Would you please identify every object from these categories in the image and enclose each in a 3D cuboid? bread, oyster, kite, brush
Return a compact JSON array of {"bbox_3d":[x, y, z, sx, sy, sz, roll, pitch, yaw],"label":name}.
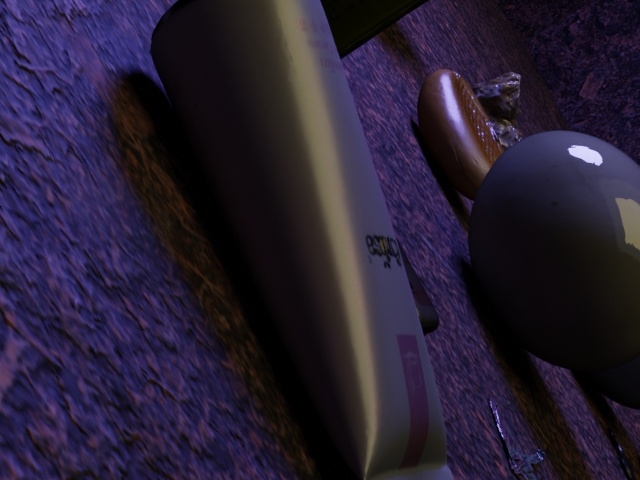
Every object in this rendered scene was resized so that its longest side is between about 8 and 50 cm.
[{"bbox_3d":[0.164,-0.117,2.171,0.114,0.077,0.189,15,42,-44],"label":"bread"},{"bbox_3d":[0.244,-0.110,2.462,0.161,0.107,0.232,-108,-179,-62],"label":"oyster"},{"bbox_3d":[0.188,0.199,1.668,0.139,0.011,0.157,64,13,10],"label":"kite"},{"bbox_3d":[0.365,0.259,2.221,0.024,0.008,0.083,42,21,-45],"label":"brush"}]

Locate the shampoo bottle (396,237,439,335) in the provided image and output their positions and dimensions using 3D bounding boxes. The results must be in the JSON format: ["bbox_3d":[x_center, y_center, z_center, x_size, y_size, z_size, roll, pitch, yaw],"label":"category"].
[{"bbox_3d":[0.041,0.003,1.472,0.165,0.040,0.080,63,14,12],"label":"shampoo bottle"}]

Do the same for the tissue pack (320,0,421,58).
[{"bbox_3d":[0.050,-0.307,1.691,0.200,0.275,0.167,58,12,-3],"label":"tissue pack"}]

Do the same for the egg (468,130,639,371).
[{"bbox_3d":[0.269,0.011,1.943,0.219,0.219,0.269,42,32,-53],"label":"egg"}]

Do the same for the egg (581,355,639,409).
[{"bbox_3d":[0.395,0.116,2.307,0.231,0.168,0.168,59,11,-32],"label":"egg"}]

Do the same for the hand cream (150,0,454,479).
[{"bbox_3d":[0.000,0.000,1.184,0.358,0.118,0.185,68,14,10],"label":"hand cream"}]
